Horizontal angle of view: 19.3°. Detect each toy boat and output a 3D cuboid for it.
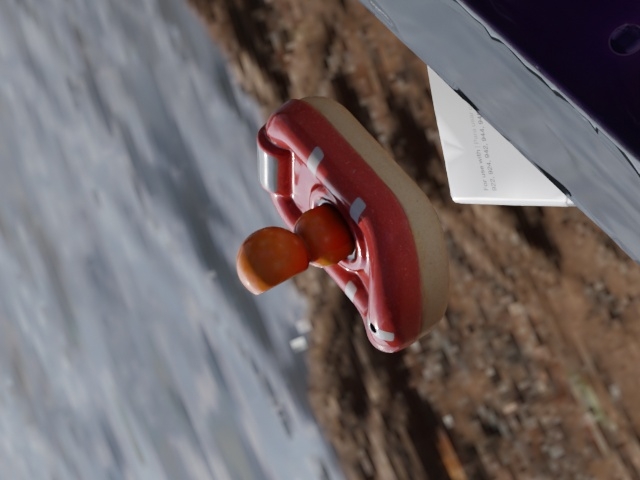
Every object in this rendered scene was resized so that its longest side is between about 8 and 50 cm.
[{"bbox_3d":[0.000,0.000,1.549,0.231,0.151,0.151,49,156,30],"label":"toy boat"}]

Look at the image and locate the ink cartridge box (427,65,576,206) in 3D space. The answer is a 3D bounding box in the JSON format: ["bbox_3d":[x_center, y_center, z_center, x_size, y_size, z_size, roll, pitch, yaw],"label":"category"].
[{"bbox_3d":[0.236,-0.102,1.243,0.273,0.198,0.114,3,111,46],"label":"ink cartridge box"}]

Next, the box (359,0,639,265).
[{"bbox_3d":[0.115,-0.113,0.593,0.261,0.184,0.103,47,173,35],"label":"box"}]
